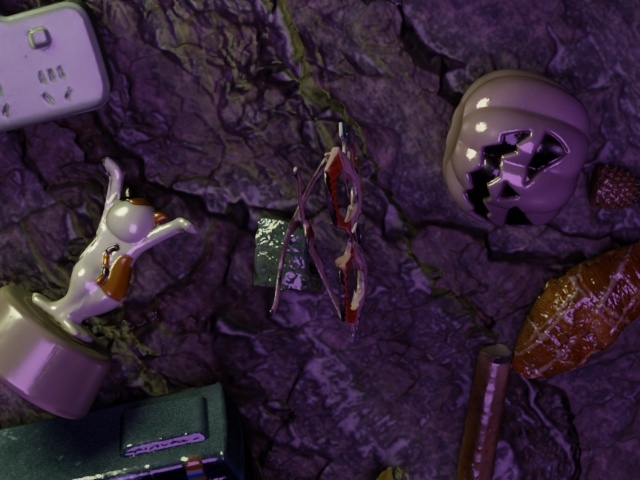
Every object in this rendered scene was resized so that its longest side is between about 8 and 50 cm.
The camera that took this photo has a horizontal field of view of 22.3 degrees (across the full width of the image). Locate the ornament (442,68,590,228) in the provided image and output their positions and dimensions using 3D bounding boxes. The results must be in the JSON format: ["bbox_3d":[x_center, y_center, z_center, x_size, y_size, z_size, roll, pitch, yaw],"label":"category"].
[{"bbox_3d":[0.224,-0.099,1.805,0.178,0.177,0.177,0,106,0],"label":"ornament"}]

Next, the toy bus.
[{"bbox_3d":[-0.235,0.298,1.902,0.323,0.162,0.194,-12,122,2],"label":"toy bus"}]

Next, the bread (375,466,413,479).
[{"bbox_3d":[0.028,0.394,1.988,0.098,0.087,0.269,42,102,-15],"label":"bread"}]

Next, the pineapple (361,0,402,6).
[{"bbox_3d":[0.057,-0.397,1.754,0.130,0.119,0.277,-8,114,-45],"label":"pineapple"}]

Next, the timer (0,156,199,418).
[{"bbox_3d":[-0.265,0.050,1.861,0.175,0.175,0.266,36,93,-10],"label":"timer"}]

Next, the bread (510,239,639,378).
[{"bbox_3d":[0.314,0.081,1.908,0.233,0.076,0.105,-42,104,9],"label":"bread"}]

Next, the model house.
[{"bbox_3d":[-0.037,0.017,1.901,0.079,0.066,0.083,4,88,9],"label":"model house"}]

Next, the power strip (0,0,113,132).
[{"bbox_3d":[-0.381,-0.214,1.825,0.265,0.059,0.193,-14,106,4],"label":"power strip"}]

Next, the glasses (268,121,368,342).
[{"bbox_3d":[0.008,-0.001,1.847,0.095,0.162,0.255,2,104,20],"label":"glasses"}]

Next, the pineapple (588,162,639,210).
[{"bbox_3d":[0.373,-0.054,1.880,0.124,0.058,0.058,10,106,-4],"label":"pineapple"}]

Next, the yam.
[{"bbox_3d":[0.192,0.253,1.970,0.046,0.046,0.264,8,105,-3],"label":"yam"}]
